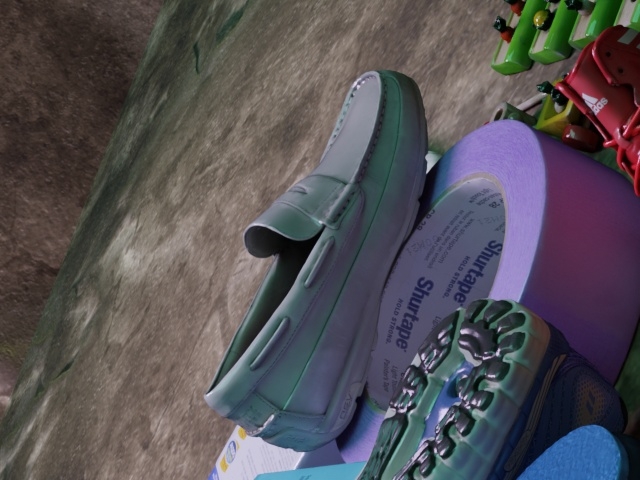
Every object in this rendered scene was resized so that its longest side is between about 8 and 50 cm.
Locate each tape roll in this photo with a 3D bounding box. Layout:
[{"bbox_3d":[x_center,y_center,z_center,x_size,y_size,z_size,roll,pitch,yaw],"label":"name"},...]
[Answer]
[{"bbox_3d":[0.114,0.054,1.078,0.275,0.090,0.275,-53,21,31],"label":"tape roll"}]

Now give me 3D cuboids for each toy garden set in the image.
[{"bbox_3d":[0.190,-0.165,1.217,0.203,0.049,0.244,-68,18,-10],"label":"toy garden set"}]

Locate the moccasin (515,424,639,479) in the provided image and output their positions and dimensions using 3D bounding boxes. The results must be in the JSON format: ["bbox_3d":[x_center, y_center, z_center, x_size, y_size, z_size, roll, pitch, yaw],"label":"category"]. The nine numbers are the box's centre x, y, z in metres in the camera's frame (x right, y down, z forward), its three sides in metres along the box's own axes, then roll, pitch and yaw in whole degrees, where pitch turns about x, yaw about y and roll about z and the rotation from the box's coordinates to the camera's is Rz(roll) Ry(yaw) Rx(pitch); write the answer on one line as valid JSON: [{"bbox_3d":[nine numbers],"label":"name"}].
[{"bbox_3d":[0.107,0.255,0.805,0.137,0.117,0.342,-91,26,-69],"label":"moccasin"}]

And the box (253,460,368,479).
[{"bbox_3d":[0.009,0.220,1.096,0.060,0.100,0.244,-49,8,-21],"label":"box"}]

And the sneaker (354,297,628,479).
[{"bbox_3d":[0.073,0.203,0.899,0.330,0.147,0.130,-56,22,9],"label":"sneaker"}]

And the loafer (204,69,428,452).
[{"bbox_3d":[0.000,0.000,1.141,0.112,0.111,0.319,-33,36,58],"label":"loafer"}]

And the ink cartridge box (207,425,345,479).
[{"bbox_3d":[-0.013,0.164,1.334,0.311,0.065,0.186,-59,19,12],"label":"ink cartridge box"}]

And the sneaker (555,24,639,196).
[{"bbox_3d":[0.197,-0.045,0.913,0.087,0.128,0.221,-51,22,36],"label":"sneaker"}]

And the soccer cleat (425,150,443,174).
[{"bbox_3d":[0.062,-0.060,1.393,0.068,0.076,0.196,-65,18,-2],"label":"soccer cleat"}]
